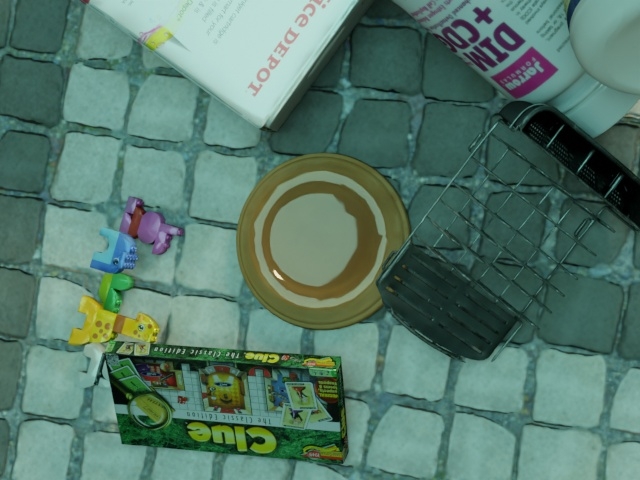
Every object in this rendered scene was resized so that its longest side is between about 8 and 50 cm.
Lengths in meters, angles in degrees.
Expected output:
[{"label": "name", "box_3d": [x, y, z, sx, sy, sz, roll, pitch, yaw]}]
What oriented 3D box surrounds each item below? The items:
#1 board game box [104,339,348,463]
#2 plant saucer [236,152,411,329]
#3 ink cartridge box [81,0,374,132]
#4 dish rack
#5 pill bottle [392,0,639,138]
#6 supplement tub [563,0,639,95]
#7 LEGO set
[{"label": "board game box", "box_3d": [-0.102, 0.177, 1.663, 0.260, 0.030, 0.136, 3, 127, 12]}, {"label": "plant saucer", "box_3d": [0.000, 0.000, 1.685, 0.200, 0.037, 0.200, -1, 86, 12]}, {"label": "ink cartridge box", "box_3d": [-0.113, -0.292, 1.661, 0.306, 0.131, 0.226, 37, 95, 2]}, {"label": "dish rack", "box_3d": [0.195, 0.003, 1.573, 0.208, 0.074, 0.271, 35, 96, -31]}, {"label": "pill bottle", "box_3d": [0.204, -0.239, 1.553, 0.283, 0.160, 0.160, 38, 95, -13]}, {"label": "supplement tub", "box_3d": [0.326, -0.325, 1.419, 0.235, 0.235, 0.325, -12, 67, 11]}, {"label": "LEGO set", "box_3d": [-0.212, 0.070, 1.700, 0.093, 0.087, 0.227, 16, 91, 13]}]
